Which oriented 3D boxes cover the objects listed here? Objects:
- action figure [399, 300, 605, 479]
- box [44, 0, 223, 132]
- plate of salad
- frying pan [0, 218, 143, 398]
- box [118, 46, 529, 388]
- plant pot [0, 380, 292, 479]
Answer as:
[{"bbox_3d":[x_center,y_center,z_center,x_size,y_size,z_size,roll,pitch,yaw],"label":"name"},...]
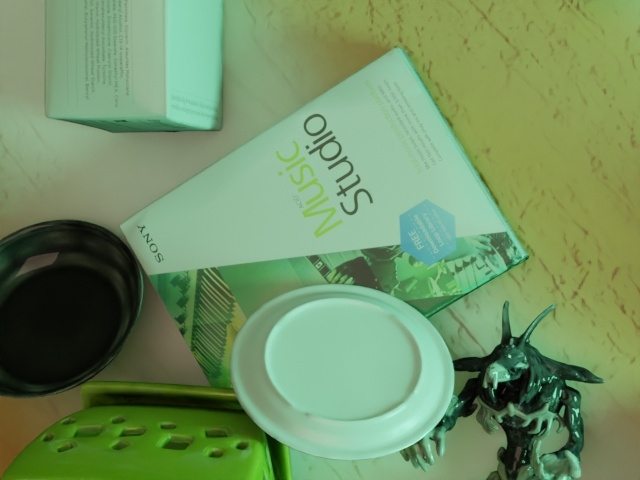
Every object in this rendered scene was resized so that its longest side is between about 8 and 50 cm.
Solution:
[{"bbox_3d":[0.166,0.194,1.684,0.164,0.141,0.276,3,91,24],"label":"action figure"},{"bbox_3d":[-0.170,-0.195,1.742,0.119,0.181,0.182,0,89,13],"label":"box"},{"bbox_3d":[0.018,0.119,1.664,0.200,0.200,0.048,20,138,12],"label":"plate of salad"},{"bbox_3d":[-0.321,0.065,1.813,0.326,0.053,0.197,3,58,18],"label":"frying pan"},{"bbox_3d":[0.000,0.000,1.764,0.322,0.058,0.232,-32,83,11],"label":"box"},{"bbox_3d":[-0.136,0.251,1.689,0.228,0.207,0.227,3,120,14],"label":"plant pot"}]
